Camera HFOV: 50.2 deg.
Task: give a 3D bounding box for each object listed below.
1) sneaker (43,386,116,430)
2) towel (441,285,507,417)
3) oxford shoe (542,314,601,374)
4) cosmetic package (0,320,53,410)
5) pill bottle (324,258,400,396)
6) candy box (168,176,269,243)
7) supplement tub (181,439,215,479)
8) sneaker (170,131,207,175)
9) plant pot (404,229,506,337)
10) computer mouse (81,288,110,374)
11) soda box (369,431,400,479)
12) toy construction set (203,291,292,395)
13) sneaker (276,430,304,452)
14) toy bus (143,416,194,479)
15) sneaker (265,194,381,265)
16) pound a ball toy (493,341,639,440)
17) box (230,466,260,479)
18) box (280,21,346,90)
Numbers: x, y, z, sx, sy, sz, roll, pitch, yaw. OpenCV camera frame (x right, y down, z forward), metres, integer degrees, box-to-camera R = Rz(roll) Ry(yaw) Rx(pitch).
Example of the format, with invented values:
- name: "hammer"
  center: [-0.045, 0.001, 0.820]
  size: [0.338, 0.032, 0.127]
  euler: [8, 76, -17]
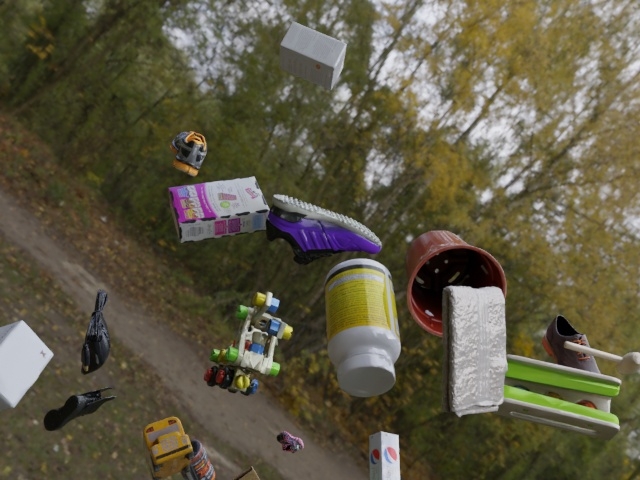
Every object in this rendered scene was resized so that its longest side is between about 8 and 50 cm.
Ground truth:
- name: "sneaker"
  center: [-0.574, 0.401, 1.624]
  size: [0.089, 0.170, 0.051]
  euler: [10, 48, -57]
- name: "towel"
  center: [0.340, 0.241, 1.510]
  size: [0.187, 0.282, 0.049]
  euler: [5, -8, -40]
- name: "oxford shoe"
  center: [0.677, 0.307, 1.815]
  size: [0.271, 0.097, 0.098]
  euler: [-114, -155, -55]
- name: "cosmetic package"
  center: [-1.084, 0.422, 2.114]
  size: [0.161, 0.453, 0.230]
  euler: [60, 27, -26]
- name: "pill bottle"
  center: [0.108, 0.225, 1.775]
  size: [0.188, 0.188, 0.334]
  euler: [45, 29, -37]
- name: "candy box"
  center: [-0.263, -0.082, 1.769]
  size: [0.159, 0.233, 0.071]
  euler: [-116, -157, -46]
- name: "supplement tub"
  center: [-0.426, 0.789, 2.352]
  size: [0.106, 0.106, 0.198]
  euler: [38, -31, 56]
- name: "sneaker"
  center: [-0.313, -0.228, 1.668]
  size: [0.084, 0.083, 0.215]
  euler: [21, 19, -24]
- name: "plant pot"
  center: [0.362, 0.103, 1.967]
  size: [0.272, 0.272, 0.265]
  euler: [43, 11, -14]
- name: "computer mouse"
  center: [-0.553, 0.268, 1.693]
  size: [0.060, 0.262, 0.184]
  euler: [12, 35, -14]
- name: "soda box"
  center: [0.201, 0.719, 2.149]
  size: [0.074, 0.216, 0.069]
  euler: [20, -38, -26]
- name: "toy construction set"
  center: [-0.166, 0.241, 1.557]
  size: [0.151, 0.215, 0.327]
  euler: [18, -16, -5]
- name: "sneaker"
  center: [-0.110, 0.659, 2.217]
  size: [0.119, 0.057, 0.047]
  euler: [3, -63, 48]
- name: "toy bus"
  center: [-0.430, 0.588, 1.910]
  size: [0.332, 0.108, 0.130]
  euler: [114, -43, -58]
- name: "sneaker"
  center: [0.000, 0.000, 1.682]
  size: [0.293, 0.146, 0.102]
  euler: [20, 10, -7]
- name: "pound a ball toy"
  center: [0.593, 0.352, 1.648]
  size: [0.319, 0.208, 0.136]
  euler: [11, -32, 10]
- name: "box"
  center: [-0.229, 0.784, 2.020]
  size: [0.021, 0.164, 0.201]
  euler: [32, -29, 58]
- name: "box"
  center: [-0.023, -0.534, 1.984]
  size: [0.170, 0.091, 0.130]
  euler: [24, -17, 4]
